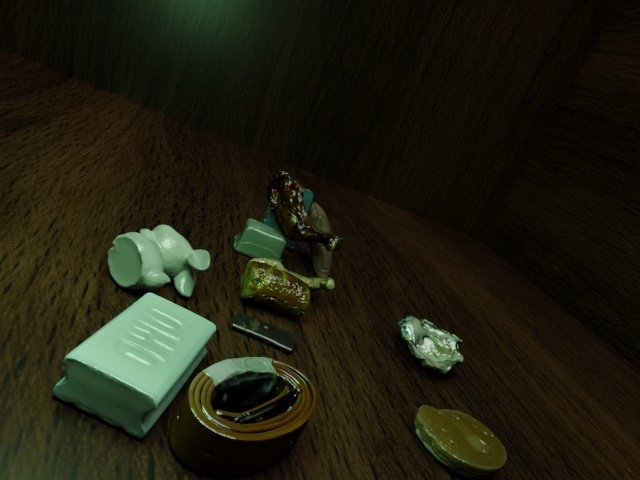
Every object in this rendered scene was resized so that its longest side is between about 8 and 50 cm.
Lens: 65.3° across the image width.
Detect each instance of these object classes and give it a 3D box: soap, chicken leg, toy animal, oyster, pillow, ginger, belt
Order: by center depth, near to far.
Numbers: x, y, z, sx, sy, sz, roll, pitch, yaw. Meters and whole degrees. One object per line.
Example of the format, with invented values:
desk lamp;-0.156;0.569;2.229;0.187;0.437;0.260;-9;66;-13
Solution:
belt;-0.126;0.286;0.841;0.184;0.105;0.261;37;23;26
soap;-0.303;0.199;0.863;0.159;0.088;0.265;26;17;1
toy animal;-0.370;0.049;1.147;0.178;0.128;0.193;40;20;32
oyster;0.307;0.305;1.442;0.214;0.083;0.222;30;22;24
ginger;-0.092;0.108;1.442;0.258;0.065;0.149;15;-16;-14
chicken leg;-0.060;-0.072;1.580;0.095;0.158;0.407;3;35;-40
pillow;0.000;0.000;1.707;0.083;0.236;0.223;-8;14;0

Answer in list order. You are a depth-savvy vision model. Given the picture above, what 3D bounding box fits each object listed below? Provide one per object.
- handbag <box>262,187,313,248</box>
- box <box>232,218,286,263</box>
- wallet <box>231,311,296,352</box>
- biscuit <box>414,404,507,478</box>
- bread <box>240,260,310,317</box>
handbag;-0.121;-0.091;1.752;0.144;0.221;0.057;18;9;-20
box;-0.187;0.001;1.607;0.172;0.093;0.124;22;17;-14
wallet;-0.132;0.216;1.179;0.156;0.018;0.082;25;17;-1
biscuit;0.304;0.440;1.086;0.208;0.049;0.181;17;19;-27
bread;-0.119;0.128;1.312;0.172;0.103;0.132;25;17;-19
